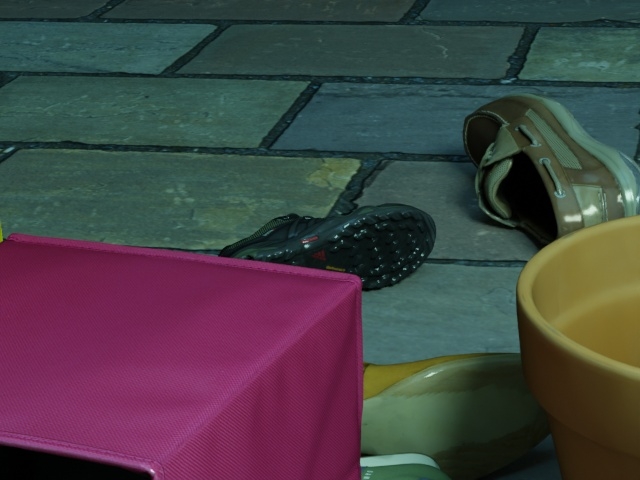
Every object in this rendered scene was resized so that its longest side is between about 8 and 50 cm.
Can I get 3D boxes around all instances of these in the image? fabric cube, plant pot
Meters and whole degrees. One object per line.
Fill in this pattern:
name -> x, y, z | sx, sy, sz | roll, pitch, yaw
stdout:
fabric cube -> -0.134, 0.165, 0.886 | 0.254, 0.259, 0.258 | 5, 21, 21
plant pot -> 0.274, 0.121, 1.015 | 0.291, 0.203, 0.291 | -3, 22, 1

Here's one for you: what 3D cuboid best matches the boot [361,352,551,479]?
boot -> 0.022, 0.113, 1.206 | 0.295, 0.104, 0.211 | -14, 24, -17

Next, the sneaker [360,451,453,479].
sneaker -> 0.012, 0.190, 1.058 | 0.192, 0.064, 0.086 | -7, 17, -19

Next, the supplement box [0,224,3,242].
supplement box -> -0.335, 0.071, 1.013 | 0.194, 0.356, 0.195 | 7, 23, 26

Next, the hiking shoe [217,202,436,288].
hiking shoe -> 0.000, 0.000, 1.518 | 0.227, 0.086, 0.114 | -13, 27, -21

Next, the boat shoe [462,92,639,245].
boat shoe -> 0.221, -0.075, 1.643 | 0.116, 0.123, 0.324 | -12, 22, -18
